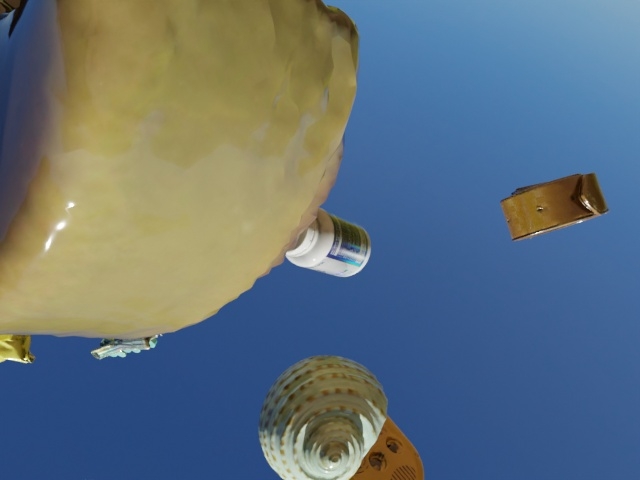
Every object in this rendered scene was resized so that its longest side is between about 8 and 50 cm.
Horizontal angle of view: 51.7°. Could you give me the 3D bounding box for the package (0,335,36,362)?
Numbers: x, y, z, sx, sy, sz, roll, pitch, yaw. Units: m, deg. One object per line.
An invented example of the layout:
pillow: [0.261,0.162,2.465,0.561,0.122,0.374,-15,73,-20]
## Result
package: [-0.788,0.229,1.555,0.226,0.168,0.090,-11,-178,-4]

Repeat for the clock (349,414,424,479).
clock: [0.076,0.475,1.418,0.244,0.200,0.317,-24,-127,-40]

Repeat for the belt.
belt: [0.160,-0.025,0.447,0.083,0.059,0.036,-13,-98,-40]

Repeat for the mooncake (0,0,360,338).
mooncake: [-0.181,-0.121,0.501,0.246,0.393,0.394,11,-127,-52]

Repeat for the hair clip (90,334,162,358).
hair clip: [-0.291,0.157,1.005,0.049,0.173,0.049,19,-117,-42]

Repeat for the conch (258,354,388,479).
conch: [-0.014,0.228,0.879,0.131,0.172,0.200,33,-179,-40]

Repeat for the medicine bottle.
medicine bottle: [0.000,0.000,1.155,0.107,0.107,0.191,48,-163,32]
